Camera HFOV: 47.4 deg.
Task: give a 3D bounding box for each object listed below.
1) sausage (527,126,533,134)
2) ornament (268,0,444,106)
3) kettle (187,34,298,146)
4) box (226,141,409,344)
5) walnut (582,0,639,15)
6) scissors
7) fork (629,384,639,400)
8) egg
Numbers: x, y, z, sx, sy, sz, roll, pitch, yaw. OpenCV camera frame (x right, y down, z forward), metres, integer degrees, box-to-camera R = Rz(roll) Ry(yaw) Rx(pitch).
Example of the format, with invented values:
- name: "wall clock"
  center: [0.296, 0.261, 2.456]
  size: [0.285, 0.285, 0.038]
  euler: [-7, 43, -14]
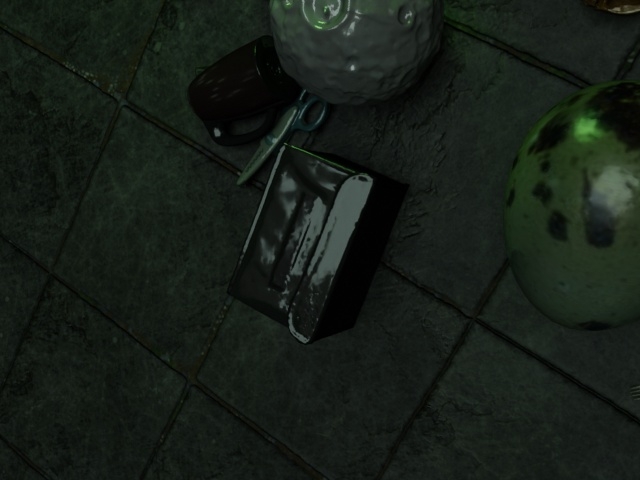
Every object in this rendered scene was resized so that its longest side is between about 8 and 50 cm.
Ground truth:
- name: "sausage"
  center: [0.407, -0.155, 1.418]
  size: [0.024, 0.024, 0.132]
  euler: [7, 96, 23]
- name: "ornament"
  center: [0.063, -0.422, 1.396]
  size: [0.337, 0.337, 0.337]
  euler: [1, 94, 23]
- name: "kettle"
  center: [-0.172, -0.318, 1.604]
  size: [0.232, 0.144, 0.202]
  euler: [-15, 102, 35]
- name: "box"
  center: [0.001, 0.000, 1.481]
  size: [0.204, 0.251, 0.345]
  euler: [26, 101, 20]
- name: "walnut"
  center: [0.561, -0.485, 1.297]
  size: [0.211, 0.087, 0.167]
  euler: [-42, 70, 18]
- name: "scissors"
  center: [-0.096, -0.228, 1.619]
  size: [0.138, 0.041, 0.289]
  euler: [47, 109, 23]
- name: "fork"
  center: [0.668, 0.265, 1.303]
  size: [0.219, 0.028, 0.034]
  euler: [-16, 78, 43]
- name: "egg"
  center: [0.482, -0.051, 1.220]
  size: [0.345, 0.345, 0.428]
  euler: [14, 106, 22]
